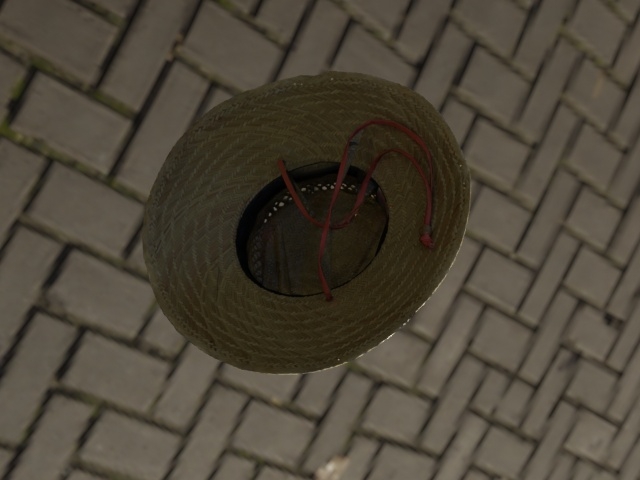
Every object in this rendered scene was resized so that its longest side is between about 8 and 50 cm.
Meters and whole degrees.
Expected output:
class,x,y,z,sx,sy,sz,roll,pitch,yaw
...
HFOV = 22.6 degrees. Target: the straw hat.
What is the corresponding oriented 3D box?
class,x,y,z,sx,sy,sz,roll,pitch,yaw
straw hat,0.000,0.000,0.703,0.144,0.144,0.061,-53,158,-8
